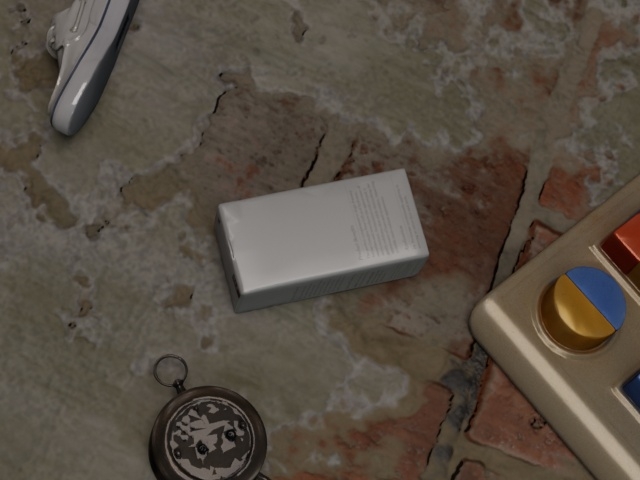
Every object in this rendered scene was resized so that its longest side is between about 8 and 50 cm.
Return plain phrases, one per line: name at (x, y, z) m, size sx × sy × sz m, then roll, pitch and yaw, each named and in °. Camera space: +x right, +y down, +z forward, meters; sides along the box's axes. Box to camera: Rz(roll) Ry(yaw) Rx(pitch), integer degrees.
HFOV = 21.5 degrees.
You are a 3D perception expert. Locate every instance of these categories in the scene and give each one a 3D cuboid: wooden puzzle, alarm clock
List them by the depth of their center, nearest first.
alarm clock at (-0.134, 0.211, 1.885) m, size 0.129 × 0.064 × 0.192 m, roll -24°, pitch 73°, yaw -17°
wooden puzzle at (0.403, 0.105, 2.005) m, size 0.348 × 0.080 × 0.322 m, roll -37°, pitch 80°, yaw -20°

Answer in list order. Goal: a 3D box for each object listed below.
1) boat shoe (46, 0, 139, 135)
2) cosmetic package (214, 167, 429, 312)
boat shoe at (-0.285, -0.239, 2.012) m, size 0.084 × 0.095 × 0.258 m, roll 18°, pitch 58°, yaw 1°
cosmetic package at (0.000, 0.000, 1.972) m, size 0.231 × 0.085 × 0.117 m, roll -11°, pitch 72°, yaw -12°
